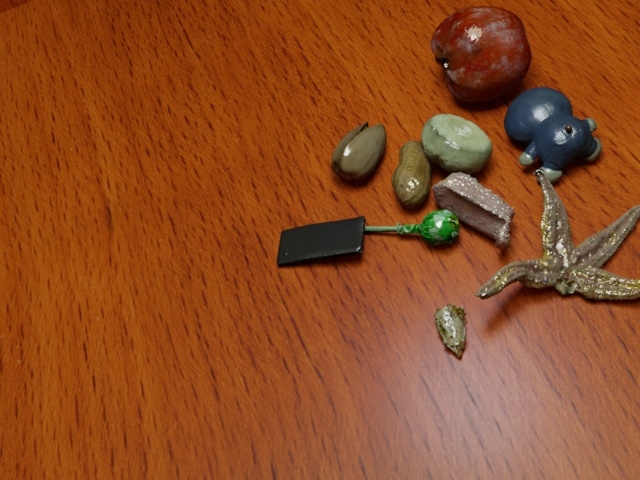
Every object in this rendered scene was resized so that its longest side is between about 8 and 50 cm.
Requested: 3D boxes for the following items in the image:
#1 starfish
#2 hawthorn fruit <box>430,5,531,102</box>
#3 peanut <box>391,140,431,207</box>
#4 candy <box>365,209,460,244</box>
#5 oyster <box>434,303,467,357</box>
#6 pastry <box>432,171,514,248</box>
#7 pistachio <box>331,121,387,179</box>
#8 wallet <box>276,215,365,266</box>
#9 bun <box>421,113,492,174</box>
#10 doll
[{"bbox_3d":[0.596,0.022,1.723,0.397,0.132,0.384,11,63,17],"label":"starfish"},{"bbox_3d":[0.455,-0.529,2.103,0.284,0.284,0.285,-7,53,10],"label":"hawthorn fruit"},{"bbox_3d":[0.246,-0.184,1.997,0.108,0.095,0.226,-12,48,28],"label":"peanut"},{"bbox_3d":[0.202,-0.030,1.921,0.323,0.097,0.097,-1,54,25],"label":"candy"},{"bbox_3d":[0.306,0.210,1.736,0.086,0.029,0.132,3,59,25],"label":"oyster"},{"bbox_3d":[0.402,-0.080,1.866,0.112,0.103,0.265,-28,54,-21],"label":"pastry"},{"bbox_3d":[0.109,-0.254,2.067,0.129,0.131,0.206,21,59,18],"label":"pistachio"},{"bbox_3d":[0.000,0.000,1.953,0.244,0.025,0.124,-10,49,21],"label":"wallet"},{"bbox_3d":[0.357,-0.250,1.981,0.195,0.118,0.196,15,39,-13],"label":"bun"},{"bbox_3d":[0.602,-0.295,1.961,0.228,0.154,0.258,-29,46,-2],"label":"doll"}]
